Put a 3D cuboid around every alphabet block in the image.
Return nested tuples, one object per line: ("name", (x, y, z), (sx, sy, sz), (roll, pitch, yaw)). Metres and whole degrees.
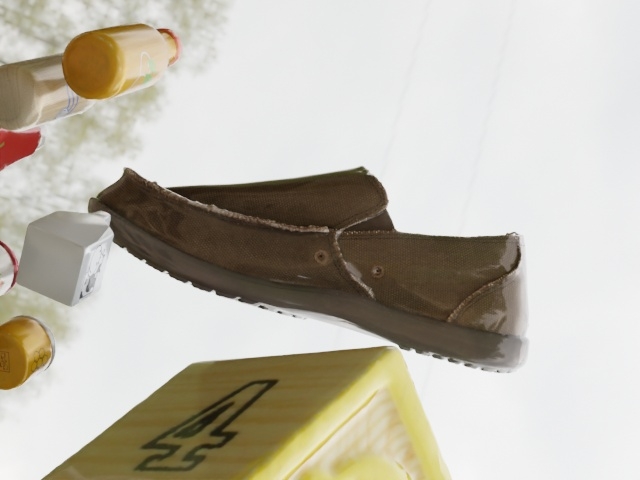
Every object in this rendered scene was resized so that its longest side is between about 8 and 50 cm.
("alphabet block", (-0.040, 0.197, 0.836), (0.197, 0.192, 0.193), (-8, -158, 41))

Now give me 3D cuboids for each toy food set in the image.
("toy food set", (-0.167, -0.032, 0.781), (0.104, 0.111, 0.232), (-38, 147, -67))

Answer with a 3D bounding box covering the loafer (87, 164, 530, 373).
("loafer", (0.000, 0.000, 1.005), (0.134, 0.366, 0.130), (179, -72, -81))
